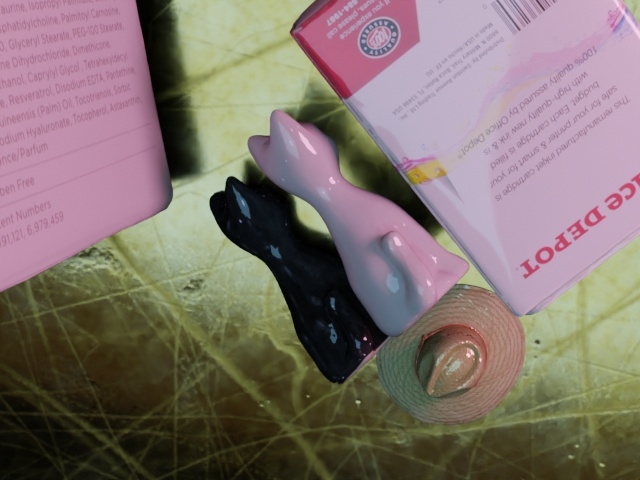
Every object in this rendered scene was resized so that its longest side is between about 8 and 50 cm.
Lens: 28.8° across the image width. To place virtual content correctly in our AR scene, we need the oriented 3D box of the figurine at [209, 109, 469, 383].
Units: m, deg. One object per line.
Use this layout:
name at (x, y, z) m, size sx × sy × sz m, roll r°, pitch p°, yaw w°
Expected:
figurine at (0.000, 0.000, 1.070) m, size 0.209 × 0.215 × 0.092 m, roll 47°, pitch 60°, yaw 4°

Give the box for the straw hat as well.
straw hat at (0.120, 0.113, 1.149) m, size 0.144 × 0.061 × 0.144 m, roll 1°, pitch 102°, yaw 4°

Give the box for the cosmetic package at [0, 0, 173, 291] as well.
cosmetic package at (-0.354, -0.164, 0.960) m, size 0.329 × 0.327 × 0.394 m, roll -5°, pitch 102°, yaw 20°

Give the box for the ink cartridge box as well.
ink cartridge box at (0.152, -0.126, 1.041) m, size 0.226 × 0.131 × 0.306 m, roll -37°, pitch 103°, yaw 6°
